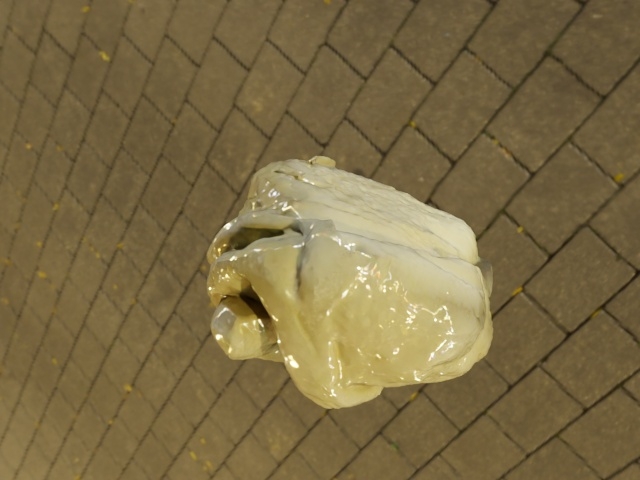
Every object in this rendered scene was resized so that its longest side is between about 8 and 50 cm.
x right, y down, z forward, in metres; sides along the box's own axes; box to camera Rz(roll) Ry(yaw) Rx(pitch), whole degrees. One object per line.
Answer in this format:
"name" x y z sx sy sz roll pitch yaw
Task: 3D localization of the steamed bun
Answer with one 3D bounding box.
"steamed bun" 0.035 0.055 0.929 0.324 0.372 0.230 22 106 0
